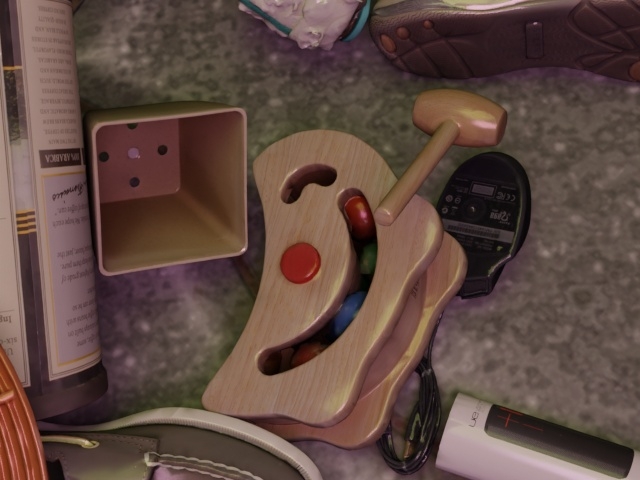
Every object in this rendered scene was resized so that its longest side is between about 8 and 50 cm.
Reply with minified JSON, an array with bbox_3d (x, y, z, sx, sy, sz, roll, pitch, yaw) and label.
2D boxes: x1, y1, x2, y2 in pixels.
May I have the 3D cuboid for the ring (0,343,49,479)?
[{"bbox_3d":[-0.307,0.150,0.724,0.336,0.032,0.337,1,93,18],"label":"ring"}]

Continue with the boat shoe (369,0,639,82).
[{"bbox_3d":[0.199,-0.193,0.936,0.324,0.123,0.117,3,66,6],"label":"boat shoe"}]

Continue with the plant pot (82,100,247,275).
[{"bbox_3d":[-0.121,-0.049,0.903,0.109,0.109,0.096,-9,24,-24],"label":"plant pot"}]

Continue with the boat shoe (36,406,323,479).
[{"bbox_3d":[-0.152,0.169,0.819,0.304,0.091,0.109,3,112,12],"label":"boat shoe"}]

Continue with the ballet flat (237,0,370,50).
[{"bbox_3d":[0.007,-0.346,0.992,0.146,0.147,0.409,9,69,10],"label":"ballet flat"}]

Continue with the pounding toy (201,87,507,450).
[{"bbox_3d":[0.000,0.000,0.844,0.154,0.155,0.270,23,78,29],"label":"pounding toy"}]

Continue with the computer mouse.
[{"bbox_3d":[0.094,0.050,0.895,0.071,0.041,0.242,15,77,28],"label":"computer mouse"}]

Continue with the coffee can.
[{"bbox_3d":[-0.249,-0.028,0.817,0.201,0.201,0.276,-3,94,5],"label":"coffee can"}]

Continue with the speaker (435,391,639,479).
[{"bbox_3d":[0.146,0.147,0.837,0.136,0.055,0.055,17,71,13],"label":"speaker"}]
